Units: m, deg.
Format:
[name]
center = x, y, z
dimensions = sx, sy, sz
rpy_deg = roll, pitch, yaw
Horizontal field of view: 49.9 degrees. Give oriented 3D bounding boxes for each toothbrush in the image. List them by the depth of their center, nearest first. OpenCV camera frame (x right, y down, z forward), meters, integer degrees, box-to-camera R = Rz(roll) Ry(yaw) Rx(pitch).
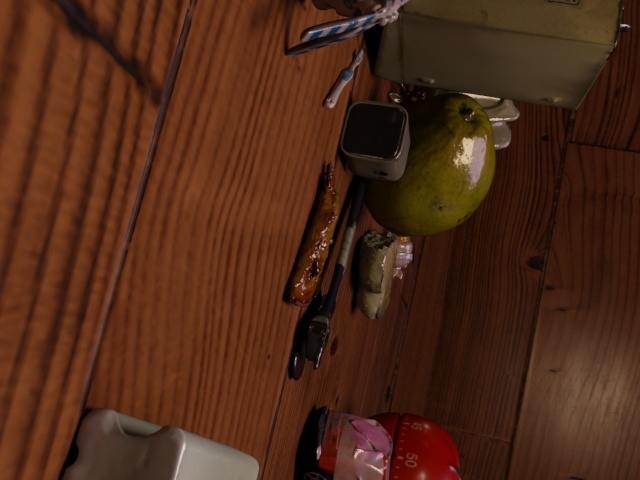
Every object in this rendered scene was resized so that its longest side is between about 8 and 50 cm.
[toothbrush]
center = 0.030, -0.198, 0.847
dimensions = 0.162, 0.014, 0.017
rpy_deg = -65, 176, -48

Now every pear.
[pear]
center = 0.168, -0.114, 1.090
dimensions = 0.269, 0.212, 0.212
rpy_deg = -50, -165, 50

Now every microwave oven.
[microwave oven]
center = 0.259, -0.420, 0.973
dimensions = 0.247, 0.333, 0.394
rpy_deg = 63, 39, -78

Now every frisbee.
[frisbee]
center = -0.003, 0.078, 0.944
dimensions = 0.211, 0.012, 0.187
rpy_deg = -55, 153, -62

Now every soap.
[soap]
center = -0.102, 0.186, 0.452
dimensions = 0.198, 0.067, 0.119
rpy_deg = 71, 31, -67

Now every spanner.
[spanner]
center = 0.027, 0.039, 0.979
dimensions = 0.087, 0.024, 0.315
rpy_deg = 86, 17, -52

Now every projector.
[projector]
center = 0.077, -0.136, 0.948
dimensions = 0.082, 0.083, 0.083
rpy_deg = 55, 48, -73

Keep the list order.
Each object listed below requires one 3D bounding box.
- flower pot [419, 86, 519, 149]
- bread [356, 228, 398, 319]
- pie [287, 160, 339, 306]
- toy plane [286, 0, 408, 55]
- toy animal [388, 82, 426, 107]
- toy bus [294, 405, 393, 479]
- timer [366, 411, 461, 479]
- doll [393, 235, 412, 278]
[flower pot]
center = 0.284, -0.366, 1.361
dimensions = 0.254, 0.165, 0.367
rpy_deg = -117, -157, -68
[bread]
center = 0.105, 0.045, 1.293
dimensions = 0.232, 0.064, 0.172
rpy_deg = 84, 20, -59
[pie]
center = 0.000, 0.002, 0.846
dimensions = 0.088, 0.033, 0.191
rpy_deg = 84, 20, -65
[toy plane]
center = 0.040, -0.233, 0.506
dimensions = 0.107, 0.182, 0.273
rpy_deg = 58, -2, 1
[toy animal]
center = 0.164, -0.228, 1.336
dimensions = 0.243, 0.087, 0.259
rpy_deg = -92, -175, -75
[toy bus]
center = 0.034, 0.417, 1.124
dimensions = 0.127, 0.147, 0.302
rpy_deg = -68, 166, -62
[timer]
center = 0.151, 0.556, 1.460
dimensions = 0.378, 0.279, 0.377
rpy_deg = 9, 90, -77
[doll]
center = 0.170, 0.025, 1.581
dimensions = 0.084, 0.073, 0.127
rpy_deg = -147, -118, -68
